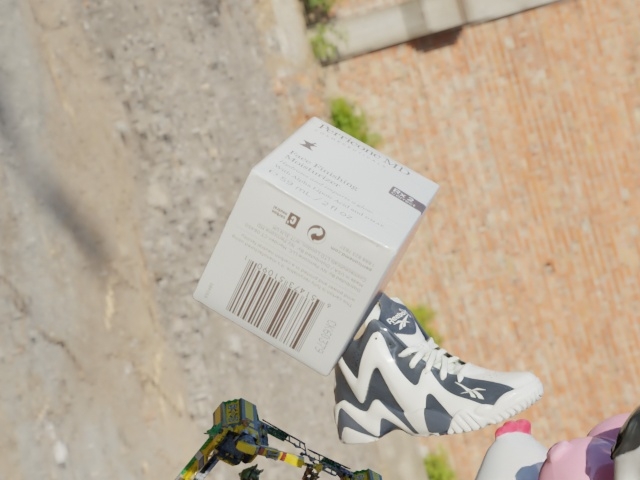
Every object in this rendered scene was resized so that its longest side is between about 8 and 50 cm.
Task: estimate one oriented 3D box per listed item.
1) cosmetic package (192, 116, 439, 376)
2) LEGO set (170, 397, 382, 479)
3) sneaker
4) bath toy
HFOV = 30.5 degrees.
[{"bbox_3d":[0.000,0.000,1.122,0.151,0.151,0.184,-63,175,28],"label":"cosmetic package"},{"bbox_3d":[-0.060,0.385,1.531,0.331,0.255,0.192,40,18,-24],"label":"LEGO set"},{"bbox_3d":[0.109,0.124,1.240,0.094,0.235,0.153,-15,92,-55],"label":"sneaker"},{"bbox_3d":[0.243,0.172,0.915,0.151,0.348,0.129,23,58,-24],"label":"bath toy"}]
